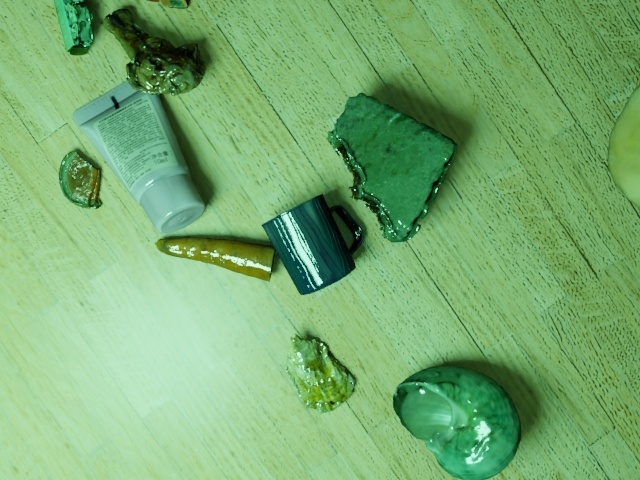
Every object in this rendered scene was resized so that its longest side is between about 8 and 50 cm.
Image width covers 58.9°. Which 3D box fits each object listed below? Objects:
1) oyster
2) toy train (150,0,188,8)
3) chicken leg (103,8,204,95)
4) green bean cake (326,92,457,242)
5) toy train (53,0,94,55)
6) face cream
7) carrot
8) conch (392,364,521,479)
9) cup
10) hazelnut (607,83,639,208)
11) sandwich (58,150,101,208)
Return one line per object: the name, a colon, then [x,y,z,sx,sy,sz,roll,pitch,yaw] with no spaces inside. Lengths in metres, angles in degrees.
oyster: [-0.001,0.233,0.992,0.122,0.045,0.146,4,91,-16]
toy train: [-0.312,-0.438,0.938,0.176,0.118,0.074,2,85,2]
chicken leg: [-0.285,-0.307,0.948,0.196,0.080,0.125,26,59,4]
green bean cake: [0.098,-0.119,0.955,0.208,0.107,0.193,29,92,-1]
toy train: [-0.418,-0.389,0.955,0.038,0.071,0.148,-15,91,-40]
face cream: [-0.299,-0.146,0.958,0.154,0.096,0.274,-31,79,1]
carrot: [-0.183,0.022,0.974,0.210,0.061,0.061,11,90,2]
conch: [0.238,0.309,0.954,0.196,0.134,0.202,-6,98,38]
cup: [-0.001,0.001,0.949,0.150,0.113,0.138,-27,93,0]
hazelnut: [0.599,-0.156,0.908,0.261,0.241,0.261,3,116,6]
sandwich: [-0.416,-0.105,0.976,0.069,0.026,0.101,-1,90,-1]
